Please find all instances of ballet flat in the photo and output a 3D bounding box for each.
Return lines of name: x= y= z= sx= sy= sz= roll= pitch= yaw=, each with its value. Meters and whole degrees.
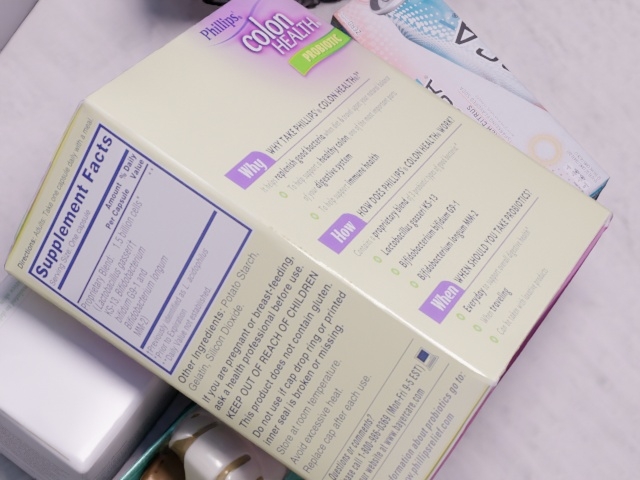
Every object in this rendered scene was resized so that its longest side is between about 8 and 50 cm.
ballet flat: x=-0.076 y=0.146 z=1.030 sx=0.083 sy=0.087 sz=0.247 roll=40 pitch=69 yaw=10

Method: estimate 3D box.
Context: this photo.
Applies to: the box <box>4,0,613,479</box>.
box: x=0.000 y=0.000 z=1.030 sx=0.243 sy=0.117 sz=0.213 roll=35 pitch=33 yaw=6

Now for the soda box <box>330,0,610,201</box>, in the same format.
soda box: x=0.084 y=-0.074 z=1.155 sx=0.063 sy=0.058 sz=0.183 roll=-38 pitch=78 yaw=-19

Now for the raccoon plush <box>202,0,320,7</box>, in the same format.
raccoon plush: x=0.023 y=-0.314 z=1.177 sx=0.446 sy=0.216 sz=0.299 roll=-6 pitch=74 yaw=-40

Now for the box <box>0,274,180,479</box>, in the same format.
box: x=-0.136 y=0.071 z=1.052 sx=0.102 sy=0.087 sz=0.101 roll=35 pitch=68 yaw=7

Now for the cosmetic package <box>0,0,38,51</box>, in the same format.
cosmetic package: x=-0.318 y=-0.111 z=1.069 sx=0.217 sy=0.156 sz=0.385 roll=32 pitch=67 yaw=6
